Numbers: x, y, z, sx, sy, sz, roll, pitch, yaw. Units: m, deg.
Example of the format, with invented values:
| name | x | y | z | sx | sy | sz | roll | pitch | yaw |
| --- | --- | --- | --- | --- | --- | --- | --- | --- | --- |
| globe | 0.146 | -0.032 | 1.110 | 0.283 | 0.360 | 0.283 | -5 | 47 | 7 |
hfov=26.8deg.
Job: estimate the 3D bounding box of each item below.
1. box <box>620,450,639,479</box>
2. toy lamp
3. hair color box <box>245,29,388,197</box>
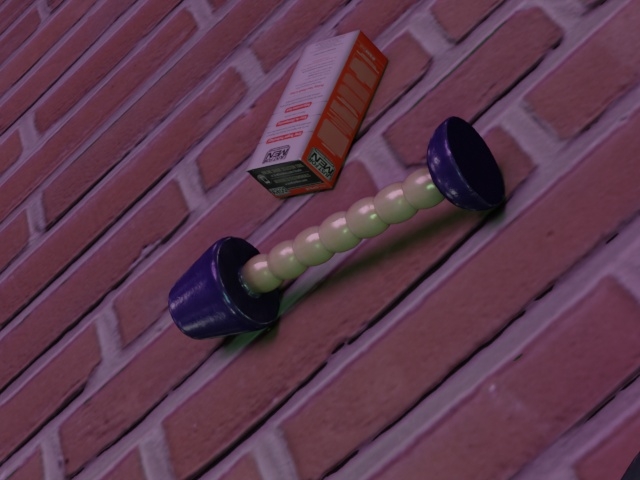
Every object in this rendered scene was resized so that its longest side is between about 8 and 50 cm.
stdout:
| name | x | y | z | sx | sy | sz | roll | pitch | yaw |
| --- | --- | --- | --- | --- | --- | --- | --- | --- | --- |
| box | 0.265 | 0.101 | 0.389 | 0.294 | 0.182 | 0.296 | -57 | 33 | -8 |
| toy lamp | 0.000 | 0.000 | 0.988 | 0.274 | 0.080 | 0.080 | -30 | 36 | 28 |
| hair color box | -0.002 | -0.107 | 1.138 | 0.072 | 0.043 | 0.141 | -8 | 49 | 47 |
